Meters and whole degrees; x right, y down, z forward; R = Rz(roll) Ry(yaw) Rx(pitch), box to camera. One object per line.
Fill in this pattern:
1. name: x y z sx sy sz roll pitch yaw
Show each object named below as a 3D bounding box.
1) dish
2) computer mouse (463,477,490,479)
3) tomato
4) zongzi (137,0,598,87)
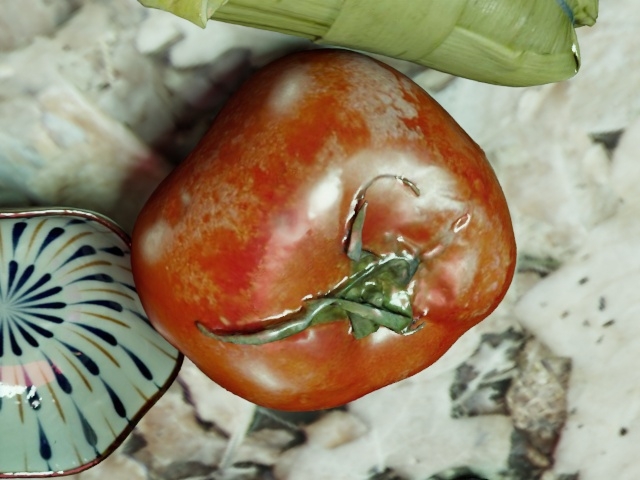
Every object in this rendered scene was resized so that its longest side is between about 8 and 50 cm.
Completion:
1. dish: -0.170 0.043 0.695 0.191 0.066 0.190 -7 124 -10
2. computer mouse: 0.132 0.266 0.877 0.264 0.088 0.147 40 81 -25
3. tomato: 0.000 0.000 0.642 0.187 0.151 0.187 -10 113 -24
4. zongzi: 0.038 -0.204 0.560 0.228 0.115 0.256 9 99 -30
